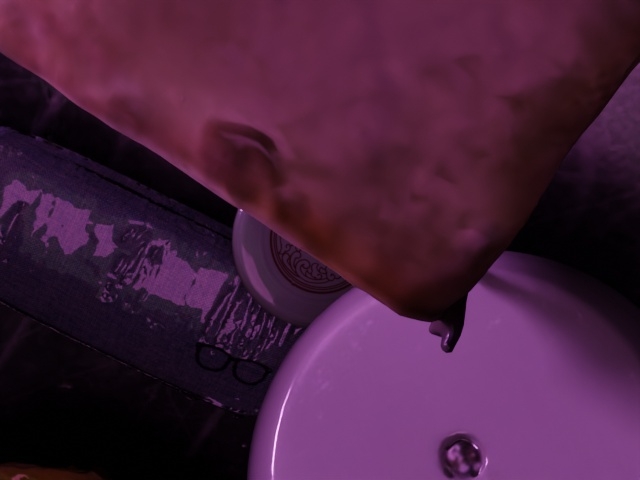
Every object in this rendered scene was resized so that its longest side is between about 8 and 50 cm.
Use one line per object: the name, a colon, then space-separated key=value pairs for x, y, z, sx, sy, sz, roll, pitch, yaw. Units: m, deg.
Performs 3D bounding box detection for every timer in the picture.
timer: x=0.103 y=0.157 z=0.695 sx=0.285 sy=0.285 sz=0.285 roll=4 pitch=117 yaw=9

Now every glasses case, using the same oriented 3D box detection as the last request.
glasses case: x=-0.122 y=0.022 z=0.745 sx=0.282 sy=0.067 sz=0.109 roll=26 pitch=110 yaw=-6

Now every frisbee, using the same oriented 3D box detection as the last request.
frisbee: x=0.000 y=0.000 z=0.711 sx=0.110 sy=0.014 sz=0.110 roll=0 pitch=91 yaw=-11

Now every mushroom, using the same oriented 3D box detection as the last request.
mushroom: x=-0.017 y=-0.196 z=0.532 sx=0.397 sy=0.224 sz=0.314 roll=31 pitch=120 yaw=-5

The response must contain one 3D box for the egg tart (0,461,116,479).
egg tart: x=-0.189 y=0.262 z=0.850 sx=0.288 sy=0.118 sz=0.288 roll=4 pitch=115 yaw=9
